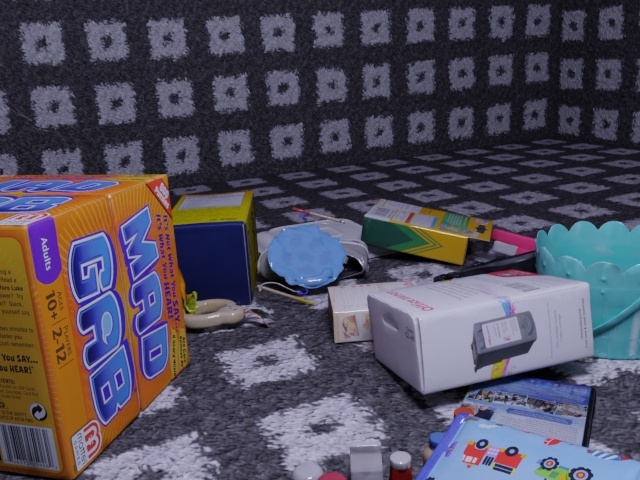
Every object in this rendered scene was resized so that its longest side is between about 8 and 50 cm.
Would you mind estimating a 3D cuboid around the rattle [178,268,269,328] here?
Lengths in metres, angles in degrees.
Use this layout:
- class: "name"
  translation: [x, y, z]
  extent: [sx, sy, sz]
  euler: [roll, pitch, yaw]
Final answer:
- class: "rattle"
  translation: [-0.207, 0.112, 1.328]
  extent: [0.199, 0.143, 0.130]
  euler: [-4, -4, 21]

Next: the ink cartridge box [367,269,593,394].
- class: "ink cartridge box"
  translation: [0.261, 0.140, 1.078]
  extent: [0.306, 0.131, 0.226]
  euler: [-10, 7, -14]

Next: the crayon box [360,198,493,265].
- class: "crayon box"
  translation: [0.287, -0.023, 1.705]
  extent: [0.322, 0.083, 0.203]
  euler: [12, 19, 14]

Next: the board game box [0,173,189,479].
- class: "board game box"
  translation: [-0.462, 0.100, 1.010]
  extent: [0.356, 0.357, 0.356]
  euler: [1, 17, 16]

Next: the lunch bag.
- class: "lunch bag"
  translation: [0.154, 0.316, 0.579]
  extent: [0.293, 0.138, 0.220]
  euler: [-32, 22, -37]

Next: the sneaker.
- class: "sneaker"
  translation: [-0.014, 0.050, 1.551]
  extent: [0.281, 0.105, 0.115]
  euler: [-8, 23, -4]

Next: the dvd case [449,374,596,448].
- class: "dvd case"
  translation: [0.285, 0.260, 0.904]
  extent: [0.180, 0.022, 0.253]
  euler: [5, 18, 26]

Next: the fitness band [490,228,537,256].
- class: "fitness band"
  translation: [0.533, 0.026, 1.502]
  extent: [0.208, 0.054, 0.290]
  euler: [7, 9, -34]

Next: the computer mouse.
- class: "computer mouse"
  translation: [0.386, 0.077, 1.382]
  extent: [0.188, 0.072, 0.272]
  euler: [-14, -4, -20]

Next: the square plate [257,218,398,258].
- class: "square plate"
  translation: [0.000, 0.000, 1.820]
  extent: [0.347, 0.049, 0.344]
  euler: [-9, 18, -21]

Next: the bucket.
- class: "bucket"
  translation: [0.525, 0.084, 1.172]
  extent: [0.280, 0.183, 0.281]
  euler: [-3, 15, 1]

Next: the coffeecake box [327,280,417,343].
- class: "coffeecake box"
  translation: [0.112, 0.139, 1.274]
  extent: [0.185, 0.068, 0.142]
  euler: [-4, 16, -2]

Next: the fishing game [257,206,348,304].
- class: "fishing game"
  translation: [-0.031, 0.038, 1.500]
  extent: [0.189, 0.041, 0.264]
  euler: [13, 52, 5]

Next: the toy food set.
- class: "toy food set"
  translation: [0.079, 0.270, 0.760]
  extent: [0.232, 0.105, 0.111]
  euler: [-3, 16, 3]

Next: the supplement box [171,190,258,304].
- class: "supplement box"
  translation: [-0.261, 0.011, 1.572]
  extent: [0.194, 0.196, 0.356]
  euler: [-4, 17, -1]
